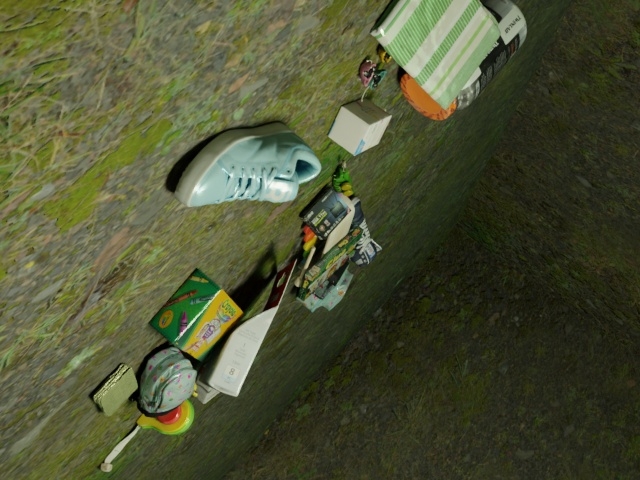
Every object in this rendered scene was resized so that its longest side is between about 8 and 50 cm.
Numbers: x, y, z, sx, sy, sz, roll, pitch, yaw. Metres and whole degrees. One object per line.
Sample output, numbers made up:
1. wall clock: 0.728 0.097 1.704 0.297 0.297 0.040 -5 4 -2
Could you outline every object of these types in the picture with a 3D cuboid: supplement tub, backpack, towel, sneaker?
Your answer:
1. supplement tub: 0.379 -0.494 1.960 0.338 0.207 0.207 -49 164 -17
2. backpack: 0.010 0.147 2.400 0.188 0.144 0.166 -41 -169 29
3. towel: 0.280 -0.490 1.721 0.325 0.038 0.247 31 97 -44
4. towel: -0.470 0.344 1.680 0.110 0.027 0.148 -47 162 -25
5. sneaker: 0.129 -0.021 2.374 0.099 0.153 0.282 -45 163 -30
6. sneaker: -0.119 -0.132 1.418 0.366 0.150 0.135 -35 155 -49
7. backpack: -0.374 0.342 1.792 0.152 0.115 0.182 -34 153 -44

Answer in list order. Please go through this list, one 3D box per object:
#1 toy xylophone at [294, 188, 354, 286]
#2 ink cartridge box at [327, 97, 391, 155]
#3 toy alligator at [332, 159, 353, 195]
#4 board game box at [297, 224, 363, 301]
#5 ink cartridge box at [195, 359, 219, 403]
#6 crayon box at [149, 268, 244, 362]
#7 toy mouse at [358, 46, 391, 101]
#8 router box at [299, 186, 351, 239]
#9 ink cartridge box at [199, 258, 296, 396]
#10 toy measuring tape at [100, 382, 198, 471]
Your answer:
1. toy xylophone: 0.000 0.000 2.181 0.236 0.081 0.322 -38 159 -42
2. ink cartridge box: 0.103 -0.288 1.830 0.143 0.090 0.092 -33 155 -53
3. toy alligator: 0.057 -0.172 2.042 0.051 0.056 0.189 -10 156 6
4. board game box: 0.032 0.069 2.221 0.260 0.030 0.136 -41 159 -34
5. ink cartridge box: -0.323 0.411 2.196 0.099 0.056 0.135 -33 155 -50
6. crayon box: -0.288 0.187 1.758 0.165 0.081 0.278 -50 164 -10
7. toy mouse: 0.122 -0.402 1.747 0.161 0.031 0.143 -23 147 -60
8. router box: 0.014 -0.075 2.034 0.122 0.092 0.038 -48 -161 -18
9. ink cartridge box: -0.201 0.226 1.981 0.384 0.091 0.308 -67 -172 -14
10. toy measuring tape: -0.444 0.519 1.980 0.330 0.121 0.121 -49 164 -13
